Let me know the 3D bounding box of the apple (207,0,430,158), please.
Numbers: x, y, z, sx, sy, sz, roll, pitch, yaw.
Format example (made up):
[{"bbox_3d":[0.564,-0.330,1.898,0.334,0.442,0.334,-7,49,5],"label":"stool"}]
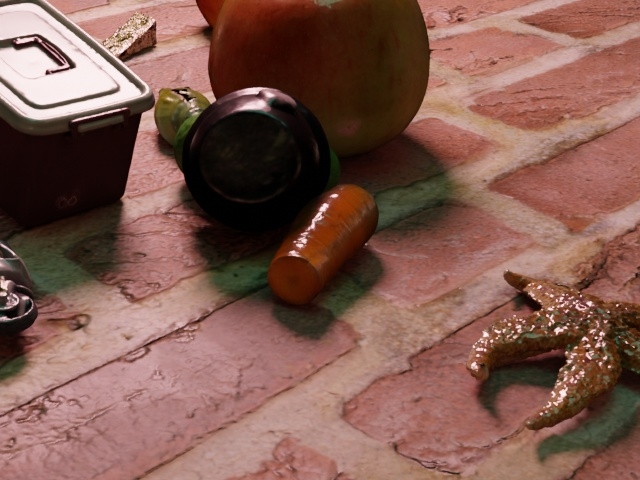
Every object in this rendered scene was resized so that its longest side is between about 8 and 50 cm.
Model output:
[{"bbox_3d":[-0.001,-0.267,1.595,0.319,0.277,0.319,4,30,-2],"label":"apple"}]

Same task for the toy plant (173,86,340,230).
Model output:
[{"bbox_3d":[-0.084,-0.100,1.413,0.218,0.175,0.235,15,2,2],"label":"toy plant"}]

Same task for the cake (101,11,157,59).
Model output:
[{"bbox_3d":[-0.320,-0.328,1.874,0.051,0.055,0.140,25,35,18],"label":"cake"}]

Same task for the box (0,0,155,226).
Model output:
[{"bbox_3d":[-0.355,-0.160,1.404,0.193,0.167,0.294,-22,50,-39],"label":"box"}]

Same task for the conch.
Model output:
[{"bbox_3d":[-0.186,-0.175,1.610,0.095,0.079,0.200,21,18,-11],"label":"conch"}]

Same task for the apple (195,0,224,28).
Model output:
[{"bbox_3d":[-0.126,-0.430,1.971,0.199,0.199,0.199,5,29,-3],"label":"apple"}]

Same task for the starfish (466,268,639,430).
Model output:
[{"bbox_3d":[0.300,0.109,1.204,0.303,0.060,0.299,7,26,0],"label":"starfish"}]

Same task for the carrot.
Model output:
[{"bbox_3d":[0.000,0.000,1.317,0.087,0.087,0.193,19,35,21],"label":"carrot"}]

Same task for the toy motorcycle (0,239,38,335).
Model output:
[{"bbox_3d":[-0.381,0.035,1.182,0.225,0.073,0.152,12,28,7],"label":"toy motorcycle"}]
